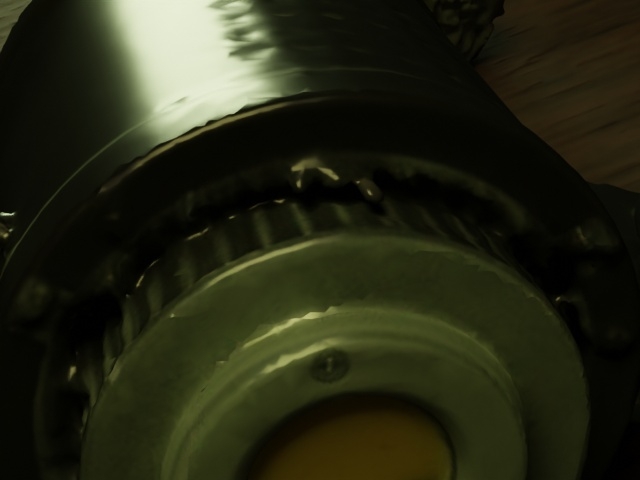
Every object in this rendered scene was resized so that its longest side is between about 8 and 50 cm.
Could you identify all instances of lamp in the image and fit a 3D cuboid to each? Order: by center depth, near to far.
[{"bbox_3d":[-0.028,0.007,0.483,0.374,0.205,0.272,16,23,0],"label":"lamp"}]

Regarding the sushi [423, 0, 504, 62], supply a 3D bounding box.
[{"bbox_3d":[0.023,-0.114,0.727,0.150,0.090,0.078,-37,54,-15],"label":"sushi"}]
